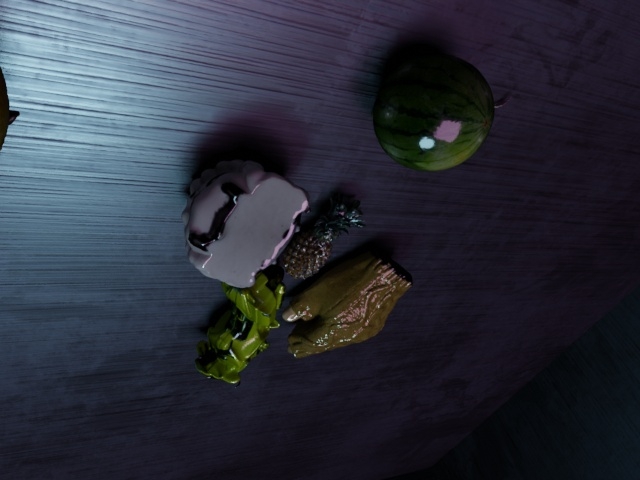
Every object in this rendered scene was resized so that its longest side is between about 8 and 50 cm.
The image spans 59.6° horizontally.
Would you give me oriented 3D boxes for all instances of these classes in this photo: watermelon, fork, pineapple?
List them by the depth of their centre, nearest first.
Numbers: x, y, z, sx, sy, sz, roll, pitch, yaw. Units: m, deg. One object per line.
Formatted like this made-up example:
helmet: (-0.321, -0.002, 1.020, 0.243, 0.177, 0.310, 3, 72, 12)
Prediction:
watermelon: (0.171, -0.210, 0.915, 0.188, 0.215, 0.188, -31, 130, -45)
fork: (0.320, -0.250, 1.077, 0.115, 0.016, 0.012, -32, 120, 8)
pineapple: (0.001, 0.000, 1.141, 0.103, 0.083, 0.221, 7, 134, -51)

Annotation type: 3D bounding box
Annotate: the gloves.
gloves: (0.051, 0.163, 1.306, 0.356, 0.155, 0.203, -37, 138, 21)

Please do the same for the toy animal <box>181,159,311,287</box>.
toy animal: (-0.137, -0.042, 0.954, 0.204, 0.156, 0.208, 24, 105, -41)

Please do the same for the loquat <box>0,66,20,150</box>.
loquat: (-0.449, -0.141, 0.618, 0.213, 0.213, 0.213, -16, 142, -13)

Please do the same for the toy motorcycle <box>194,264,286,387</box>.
toy motorcycle: (-0.178, 0.192, 1.227, 0.206, 0.142, 0.342, -45, 162, -45)
